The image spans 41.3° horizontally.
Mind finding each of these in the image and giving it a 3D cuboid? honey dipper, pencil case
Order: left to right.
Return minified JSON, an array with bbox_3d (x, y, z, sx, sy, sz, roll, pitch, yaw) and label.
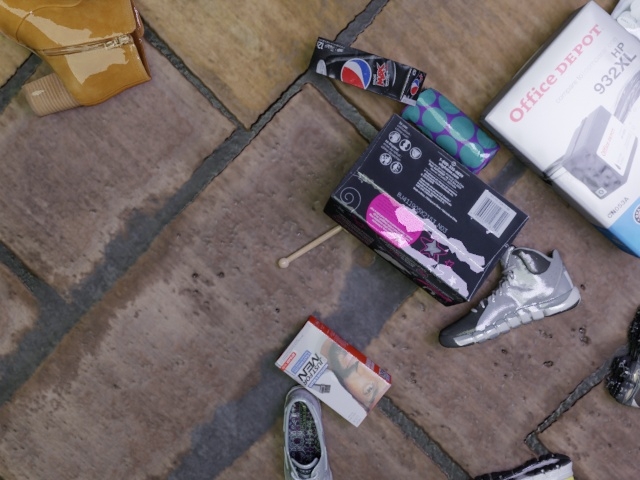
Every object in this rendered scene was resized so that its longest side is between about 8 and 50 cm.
[{"bbox_3d":[0.000,0.000,1.354,0.161,0.030,0.030,-32,93,10],"label":"honey dipper"},{"bbox_3d":[0.198,-0.166,1.294,0.152,0.070,0.064,41,64,3],"label":"pencil case"}]

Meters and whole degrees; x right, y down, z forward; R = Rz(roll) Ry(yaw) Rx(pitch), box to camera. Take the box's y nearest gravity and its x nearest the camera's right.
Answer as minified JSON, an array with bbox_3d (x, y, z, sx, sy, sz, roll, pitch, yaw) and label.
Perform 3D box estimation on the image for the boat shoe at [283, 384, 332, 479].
[{"bbox_3d":[-0.028,0.351,1.373,0.079,0.081,0.227,-5,96,7],"label":"boat shoe"}]

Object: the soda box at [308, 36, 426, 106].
[{"bbox_3d":[0.068,-0.253,1.269,0.169,0.060,0.053,24,102,27],"label":"soda box"}]

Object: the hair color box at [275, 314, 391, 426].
[{"bbox_3d":[0.021,0.209,1.366,0.167,0.053,0.093,37,98,0],"label":"hair color box"}]

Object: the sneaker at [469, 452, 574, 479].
[{"bbox_3d":[0.309,0.415,1.346,0.208,0.081,0.094,-19,97,8],"label":"sneaker"}]

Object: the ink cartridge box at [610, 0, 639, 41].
[{"bbox_3d":[0.559,-0.353,1.242,0.206,0.045,0.208,31,98,2],"label":"ink cartridge box"}]

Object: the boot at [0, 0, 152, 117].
[{"bbox_3d":[-0.397,-0.354,1.326,0.211,0.104,0.295,-22,99,3],"label":"boot"}]

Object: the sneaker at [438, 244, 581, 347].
[{"bbox_3d":[0.274,0.074,1.314,0.229,0.086,0.132,-20,90,-2],"label":"sneaker"}]

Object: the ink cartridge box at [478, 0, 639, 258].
[{"bbox_3d":[0.419,-0.159,1.238,0.307,0.129,0.223,42,100,0],"label":"ink cartridge box"}]

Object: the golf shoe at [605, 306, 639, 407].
[{"bbox_3d":[0.518,0.168,1.301,0.094,0.077,0.198,19,108,-2],"label":"golf shoe"}]

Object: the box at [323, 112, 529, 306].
[{"bbox_3d":[0.151,-0.041,1.261,0.247,0.142,0.163,38,81,0],"label":"box"}]
